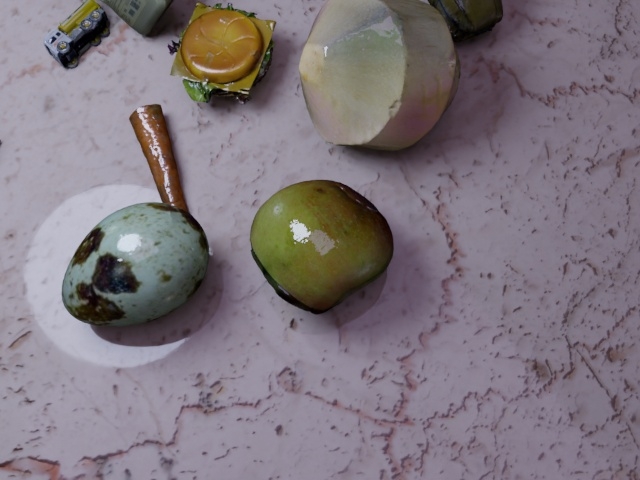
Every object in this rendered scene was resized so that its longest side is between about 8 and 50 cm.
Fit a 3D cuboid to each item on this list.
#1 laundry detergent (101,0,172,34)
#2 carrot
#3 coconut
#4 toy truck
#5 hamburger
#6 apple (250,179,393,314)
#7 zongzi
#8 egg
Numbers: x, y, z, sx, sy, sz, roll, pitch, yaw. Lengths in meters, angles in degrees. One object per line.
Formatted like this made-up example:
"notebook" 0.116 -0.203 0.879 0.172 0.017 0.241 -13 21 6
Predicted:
"laundry detergent" -0.355 -0.456 1.323 0.253 0.181 0.091 36 65 -16
"carrot" -0.252 -0.110 1.310 0.057 0.057 0.224 -18 77 -6
"coconut" 0.080 -0.265 1.265 0.259 0.259 0.259 0 72 0
"toy truck" -0.414 -0.355 1.387 0.063 0.052 0.123 37 74 16
"hamburger" -0.158 -0.303 1.346 0.164 0.093 0.189 27 72 11
"apple" 0.000 0.000 1.212 0.207 0.174 0.188 -28 76 -25
"zongzi" 0.235 -0.497 1.307 0.123 0.289 0.260 -18 71 -19
"egg" -0.273 0.040 1.195 0.231 0.169 0.169 -31 74 3
